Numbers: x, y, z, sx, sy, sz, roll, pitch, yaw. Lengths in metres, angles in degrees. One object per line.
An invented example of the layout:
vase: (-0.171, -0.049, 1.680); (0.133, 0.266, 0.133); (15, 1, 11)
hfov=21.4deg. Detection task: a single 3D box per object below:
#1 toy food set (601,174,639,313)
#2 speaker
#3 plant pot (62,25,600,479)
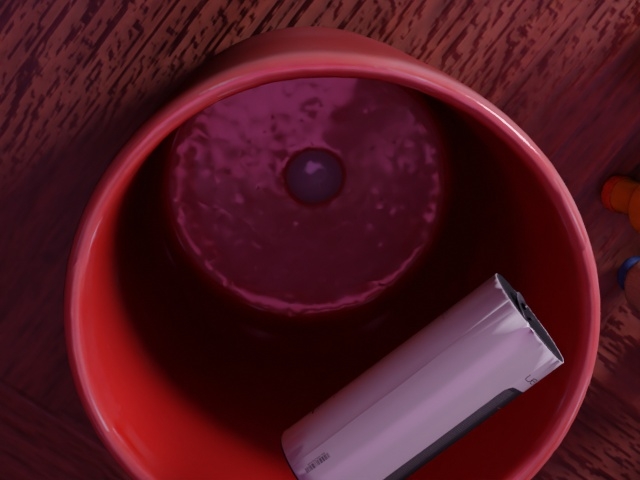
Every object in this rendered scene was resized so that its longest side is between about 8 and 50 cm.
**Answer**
toy food set: (0.274, 0.043, 1.076); (0.232, 0.104, 0.111); (23, 94, -30)
speaker: (0.049, 0.076, 0.817); (0.136, 0.055, 0.055); (-38, 108, 9)
plant pot: (0.000, 0.000, 0.943); (0.275, 0.243, 0.274); (-1, 111, -3)
